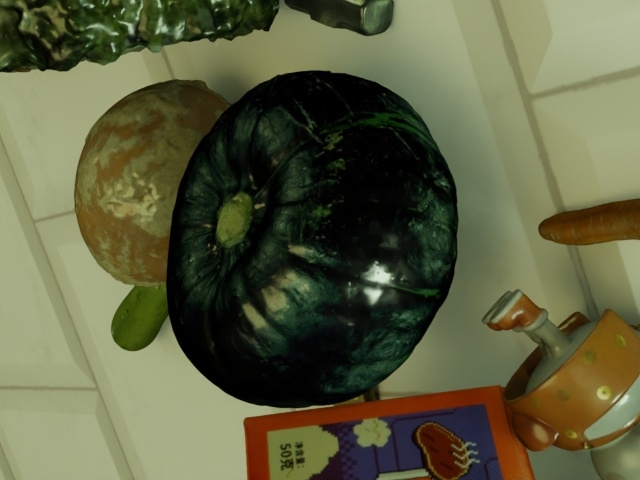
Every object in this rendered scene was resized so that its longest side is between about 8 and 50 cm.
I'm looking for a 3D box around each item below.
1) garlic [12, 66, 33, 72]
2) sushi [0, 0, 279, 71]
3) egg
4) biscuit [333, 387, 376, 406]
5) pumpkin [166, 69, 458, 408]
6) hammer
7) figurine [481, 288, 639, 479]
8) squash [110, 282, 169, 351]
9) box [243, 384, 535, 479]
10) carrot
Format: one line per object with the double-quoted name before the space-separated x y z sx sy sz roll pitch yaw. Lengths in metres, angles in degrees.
"garlic" -0.462 -0.363 1.480 0.325 0.132 0.279 33 124 27
"sushi" -0.219 -0.267 1.110 0.352 0.294 0.178 14 119 54
"egg" -0.174 -0.061 1.245 0.203 0.203 0.245 41 113 27
"biscuit" 0.032 0.161 1.288 0.081 0.018 0.083 14 120 45
"pumpkin" 0.000 0.000 1.049 0.315 0.239 0.315 -24 60 49
"hammer" 0.022 -0.368 0.991 0.111 0.043 0.365 28 128 39
"figurine" 0.254 0.139 0.947 0.271 0.143 0.143 27 136 0
"squash" -0.234 0.088 1.516 0.066 0.066 0.201 53 140 14
"box" 0.083 0.367 0.997 0.348 0.257 0.318 -97 1 -45
"carrot" 0.270 -0.019 0.897 0.248 0.043 0.043 -8 104 53
